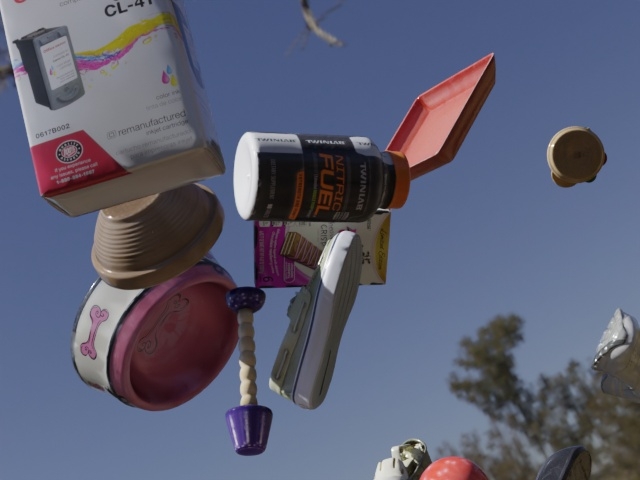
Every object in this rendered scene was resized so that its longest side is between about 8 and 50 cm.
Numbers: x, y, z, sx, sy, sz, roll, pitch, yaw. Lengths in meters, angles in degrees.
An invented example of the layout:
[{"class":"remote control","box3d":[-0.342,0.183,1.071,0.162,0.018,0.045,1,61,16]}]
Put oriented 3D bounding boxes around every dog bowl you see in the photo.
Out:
[{"class":"dog bowl","box3d":[-0.338,0.196,2.371,0.408,0.150,0.407,-30,-44,-34]}]

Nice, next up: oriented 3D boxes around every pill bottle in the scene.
[{"class":"pill bottle","box3d":[0.005,-0.091,1.577,0.246,0.130,0.130,0,-28,-19]}]

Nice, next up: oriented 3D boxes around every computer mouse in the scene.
[{"class":"computer mouse","box3d":[0.441,0.503,2.094,0.272,0.072,0.188,-47,-50,-35]}]

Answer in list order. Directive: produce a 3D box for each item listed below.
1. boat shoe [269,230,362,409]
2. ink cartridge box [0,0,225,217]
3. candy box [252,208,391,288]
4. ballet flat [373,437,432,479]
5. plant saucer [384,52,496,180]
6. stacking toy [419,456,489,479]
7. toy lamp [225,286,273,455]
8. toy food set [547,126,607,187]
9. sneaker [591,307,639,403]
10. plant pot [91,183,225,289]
[{"class":"boat shoe","box3d":[-0.011,0.125,1.762,0.109,0.094,0.302,10,-83,-70]},{"class":"ink cartridge box","box3d":[-0.275,-0.211,1.414,0.226,0.306,0.131,-17,-12,4]},{"class":"candy box","box3d":[0.000,0.000,1.863,0.234,0.071,0.159,-2,-55,-5]},{"class":"ballet flat","box3d":[0.109,0.339,1.560,0.072,0.068,0.213,-14,2,21]},{"class":"plant saucer","box3d":[0.215,-0.208,2.027,0.258,0.048,0.259,-24,30,58]},{"class":"stacking toy","box3d":[0.150,0.387,1.371,0.141,0.141,0.330,-16,-40,-25]},{"class":"toy lamp","box3d":[-0.119,0.214,1.761,0.080,0.274,0.080,-2,-30,-1]},{"class":"toy food set","box3d":[0.360,-0.119,1.515,0.083,0.083,0.020,-16,-2,2]},{"class":"sneaker","box3d":[0.519,0.197,1.738,0.111,0.129,0.297,-62,-29,-9]},{"class":"plant pot","box3d":[-0.288,-0.038,1.792,0.237,0.237,0.109,-26,-54,0]}]
